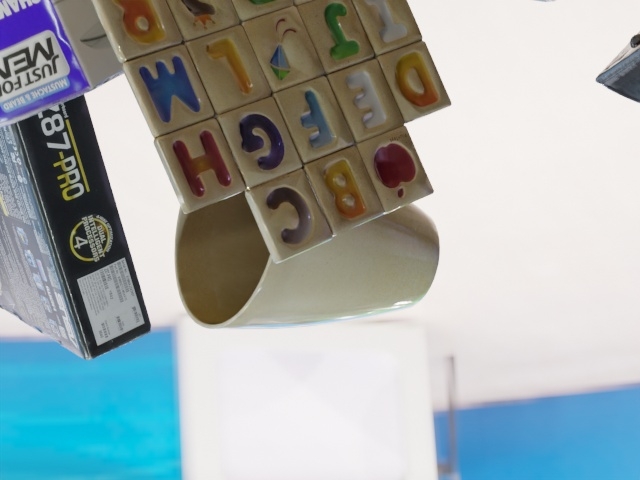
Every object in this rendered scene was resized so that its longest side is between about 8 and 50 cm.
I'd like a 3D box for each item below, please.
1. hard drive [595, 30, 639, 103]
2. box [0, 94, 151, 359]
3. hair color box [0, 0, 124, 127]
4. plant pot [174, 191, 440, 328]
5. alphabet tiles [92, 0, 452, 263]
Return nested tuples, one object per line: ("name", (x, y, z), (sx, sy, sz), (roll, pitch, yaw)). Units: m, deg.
("hard drive", (0.344, -0.215, 1.545), (0.254, 0.054, 0.172), (-45, -176, -24))
("box", (-0.342, -0.090, 2.128), (0.097, 0.395, 0.318), (-26, -156, -27))
("hair color box", (-0.233, -0.275, 1.448), (0.110, 0.339, 0.185), (-20, -170, 30))
("plant pot", (0.000, 0.000, 2.353), (0.274, 0.257, 0.256), (11, 158, -32))
("alphabet tiles", (-0.040, -0.166, 1.422), (0.285, 0.343, 0.011), (-23, 180, -42))
